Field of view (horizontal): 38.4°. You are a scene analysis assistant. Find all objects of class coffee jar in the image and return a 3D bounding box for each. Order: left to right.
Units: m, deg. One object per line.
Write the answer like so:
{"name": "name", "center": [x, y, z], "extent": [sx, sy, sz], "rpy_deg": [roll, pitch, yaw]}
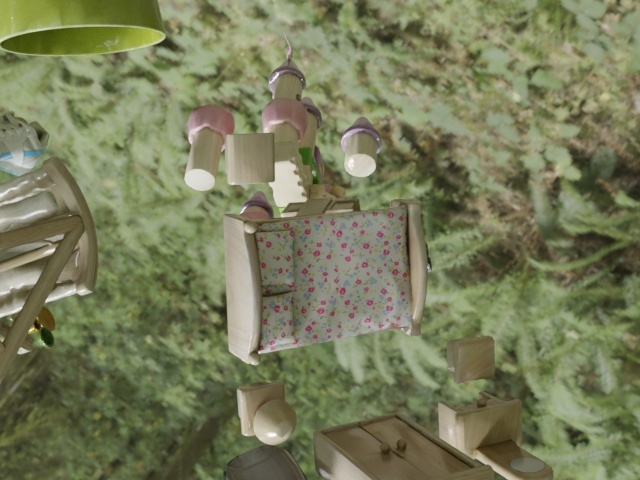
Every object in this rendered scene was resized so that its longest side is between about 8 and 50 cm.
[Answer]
{"name": "coffee jar", "center": [-0.050, 0.308, 0.959], "extent": [0.096, 0.079, 0.185], "rpy_deg": [49, 150, 46]}

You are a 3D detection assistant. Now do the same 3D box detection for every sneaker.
{"name": "sneaker", "center": [-0.527, -0.169, 1.497], "extent": [0.087, 0.092, 0.228], "rpy_deg": [38, -174, 9]}

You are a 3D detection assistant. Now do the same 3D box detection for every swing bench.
{"name": "swing bench", "center": [-0.416, 0.054, 1.063], "extent": [0.253, 0.255, 0.165], "rpy_deg": [-17, 110, 31]}

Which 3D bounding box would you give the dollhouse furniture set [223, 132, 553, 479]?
{"name": "dollhouse furniture set", "center": [0.082, 0.071, 0.874], "extent": [0.173, 0.303, 0.356], "rpy_deg": [-160, 65, -64]}

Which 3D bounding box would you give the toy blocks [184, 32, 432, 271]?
{"name": "toy blocks", "center": [-0.009, -0.115, 1.356], "extent": [0.308, 0.260, 0.289], "rpy_deg": [-6, 137, 12]}

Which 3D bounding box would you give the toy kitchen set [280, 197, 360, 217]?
{"name": "toy kitchen set", "center": [0.000, 0.000, 1.020], "extent": [0.083, 0.068, 0.075], "rpy_deg": [-2, 113, 18]}

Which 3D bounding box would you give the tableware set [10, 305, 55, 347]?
{"name": "tableware set", "center": [-0.467, 0.102, 1.530], "extent": [0.104, 0.024, 0.154], "rpy_deg": [55, -164, -39]}

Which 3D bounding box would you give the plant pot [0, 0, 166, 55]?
{"name": "plant pot", "center": [-0.408, -0.474, 1.520], "extent": [0.274, 0.274, 0.294], "rpy_deg": [-1, 96, 59]}
